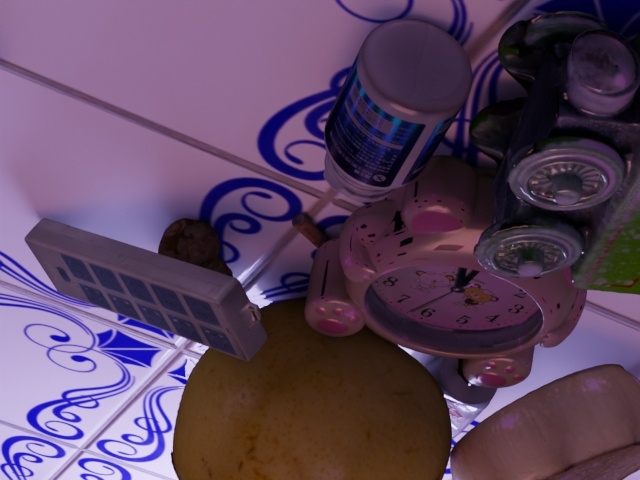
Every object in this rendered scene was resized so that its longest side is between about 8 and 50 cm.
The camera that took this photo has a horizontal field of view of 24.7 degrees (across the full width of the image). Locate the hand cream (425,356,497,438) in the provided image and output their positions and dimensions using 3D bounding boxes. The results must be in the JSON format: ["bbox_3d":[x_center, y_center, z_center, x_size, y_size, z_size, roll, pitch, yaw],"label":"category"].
[{"bbox_3d":[0.164,0.215,1.956,0.121,0.076,0.336,17,156,-5],"label":"hand cream"}]

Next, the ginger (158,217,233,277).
[{"bbox_3d":[-0.151,0.048,1.760,0.104,0.080,0.204,40,157,20],"label":"ginger"}]

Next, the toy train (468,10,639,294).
[{"bbox_3d":[0.269,-0.075,1.323,0.248,0.174,0.307,6,150,-6],"label":"toy train"}]

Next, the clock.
[{"bbox_3d":[0.153,0.036,1.594,0.284,0.114,0.309,20,148,-12],"label":"clock"}]

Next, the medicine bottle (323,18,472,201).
[{"bbox_3d":[0.065,-0.115,1.377,0.107,0.107,0.191,17,150,-7],"label":"medicine bottle"}]

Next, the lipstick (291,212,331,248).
[{"bbox_3d":[0.000,0.000,1.684,0.019,0.019,0.094,-11,143,35],"label":"lipstick"}]

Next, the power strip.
[{"bbox_3d":[-0.214,0.052,1.703,0.367,0.043,0.106,15,144,39],"label":"power strip"}]

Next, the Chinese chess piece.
[{"bbox_3d":[0.293,0.261,1.811,0.270,0.112,0.270,-22,157,-10],"label":"Chinese chess piece"}]

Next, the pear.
[{"bbox_3d":[-0.014,0.241,1.785,0.348,0.348,0.348,9,150,5],"label":"pear"}]
